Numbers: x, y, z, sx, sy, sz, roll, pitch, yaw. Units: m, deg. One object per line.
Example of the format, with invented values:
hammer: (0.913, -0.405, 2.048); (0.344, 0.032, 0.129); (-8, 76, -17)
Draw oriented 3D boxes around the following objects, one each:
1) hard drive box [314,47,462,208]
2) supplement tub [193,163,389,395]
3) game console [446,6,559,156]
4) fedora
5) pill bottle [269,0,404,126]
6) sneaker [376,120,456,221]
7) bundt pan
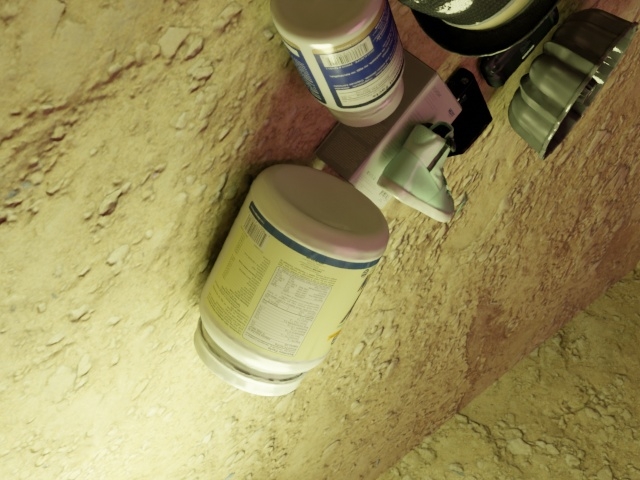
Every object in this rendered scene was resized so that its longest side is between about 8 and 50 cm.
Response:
hard drive box: (0.121, -0.188, 1.799); (0.232, 0.089, 0.181); (-50, 155, 3)
supplement tub: (-0.056, 0.065, 1.695); (0.235, 0.235, 0.325); (-12, 136, -52)
game console: (0.335, -0.319, 2.021); (0.361, 0.044, 0.213); (-49, 156, 0)
fedora: (0.187, -0.410, 1.381); (0.152, 0.334, 0.334); (-6, 132, -42)
pill bottle: (0.035, -0.274, 1.470); (0.153, 0.153, 0.264); (-46, 155, -7)
sneaker: (0.204, -0.122, 1.811); (0.151, 0.094, 0.256); (-57, 155, 8)
bundt pan: (0.494, -0.329, 2.120); (0.331, 0.124, 0.331); (-51, 167, -16)
